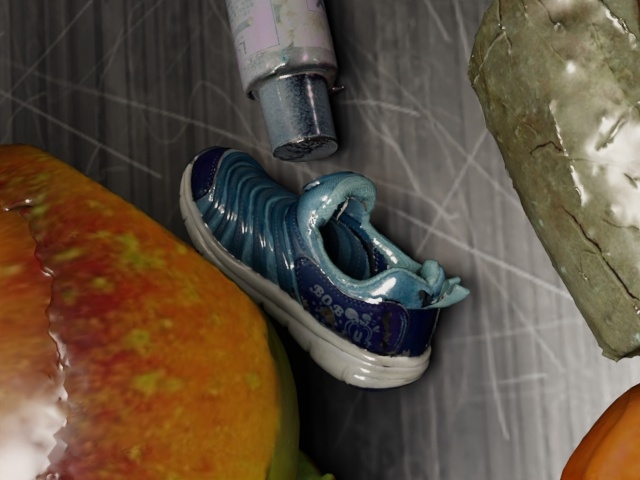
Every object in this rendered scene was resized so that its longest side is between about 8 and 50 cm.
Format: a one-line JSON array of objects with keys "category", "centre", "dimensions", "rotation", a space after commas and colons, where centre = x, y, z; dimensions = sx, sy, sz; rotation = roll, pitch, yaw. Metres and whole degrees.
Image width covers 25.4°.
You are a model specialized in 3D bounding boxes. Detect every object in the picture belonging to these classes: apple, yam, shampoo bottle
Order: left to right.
[{"category": "apple", "centre": [-0.157, 0.134, 0.835], "dimensions": [0.384, 0.374, 0.374], "rotation": [-24, 73, 30]}, {"category": "shampoo bottle", "centre": [-0.029, -0.158, 0.950], "dimensions": [0.072, 0.072, 0.214], "rotation": [-19, 73, 26]}, {"category": "yam", "centre": [0.178, -0.049, 0.783], "dimensions": [0.154, 0.154, 0.254], "rotation": [-26, 76, 24]}]

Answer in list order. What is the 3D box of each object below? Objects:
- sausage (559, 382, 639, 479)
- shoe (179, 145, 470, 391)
[{"category": "sausage", "centre": [0.204, 0.203, 0.736], "dimensions": [0.153, 0.141, 0.268], "rotation": [-7, 81, 29]}, {"category": "shoe", "centre": [0.000, 0.000, 0.895], "dimensions": [0.207, 0.091, 0.106], "rotation": [38, 118, 22]}]
